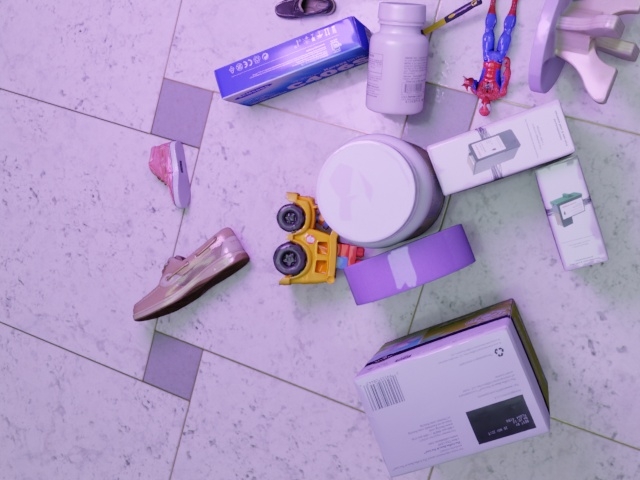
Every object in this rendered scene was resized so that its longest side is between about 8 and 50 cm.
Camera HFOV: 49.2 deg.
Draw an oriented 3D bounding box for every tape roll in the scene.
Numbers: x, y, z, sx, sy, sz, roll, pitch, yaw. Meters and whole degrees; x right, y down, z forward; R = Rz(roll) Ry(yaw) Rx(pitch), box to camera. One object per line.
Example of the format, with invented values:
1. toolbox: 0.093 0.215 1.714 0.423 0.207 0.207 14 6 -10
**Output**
1. tape roll: 0.191 0.052 1.516 0.274 0.275 0.090 -21 88 18

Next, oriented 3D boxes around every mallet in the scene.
1. mallet: 0.275 -0.476 1.553 0.189 0.039 0.062 -14 94 35

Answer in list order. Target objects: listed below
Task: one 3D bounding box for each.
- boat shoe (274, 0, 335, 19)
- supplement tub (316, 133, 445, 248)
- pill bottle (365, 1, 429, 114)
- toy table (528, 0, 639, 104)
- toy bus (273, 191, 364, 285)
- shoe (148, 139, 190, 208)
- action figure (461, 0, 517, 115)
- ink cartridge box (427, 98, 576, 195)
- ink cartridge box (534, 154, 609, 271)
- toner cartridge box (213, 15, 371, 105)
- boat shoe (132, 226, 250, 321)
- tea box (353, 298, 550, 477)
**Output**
1. boat shoe: -0.042 -0.560 1.665 0.152 0.049 0.056 -1 94 18
2. supplement tub: 0.134 -0.105 1.496 0.235 0.325 0.236 1 94 18
3. pill bottle: 0.170 -0.401 1.539 0.131 0.131 0.229 10 113 17
4. toy table: 0.540 -0.419 1.403 0.160 0.252 0.274 23 112 31
5. toy bus: 0.000 0.000 1.652 0.211 0.149 0.220 3 92 4
6. shoe: -0.390 -0.164 1.800 0.081 0.063 0.178 -9 86 19
7. action figure: 0.370 -0.411 1.504 0.091 0.139 0.281 10 99 18
8. ink cartridge box: 0.382 -0.190 1.478 0.272 0.198 0.115 -19 89 18
9. ink cartridge box: 0.522 -0.058 1.463 0.092 0.160 0.220 -17 87 18
10. toner cartridge box: -0.054 -0.408 1.621 0.347 0.165 0.075 -16 89 19
11. boat shoe: -0.343 0.091 1.778 0.341 0.121 0.110 -32 79 7
12. tea box: 0.287 0.298 1.476 0.329 0.323 0.220 -22 88 17
